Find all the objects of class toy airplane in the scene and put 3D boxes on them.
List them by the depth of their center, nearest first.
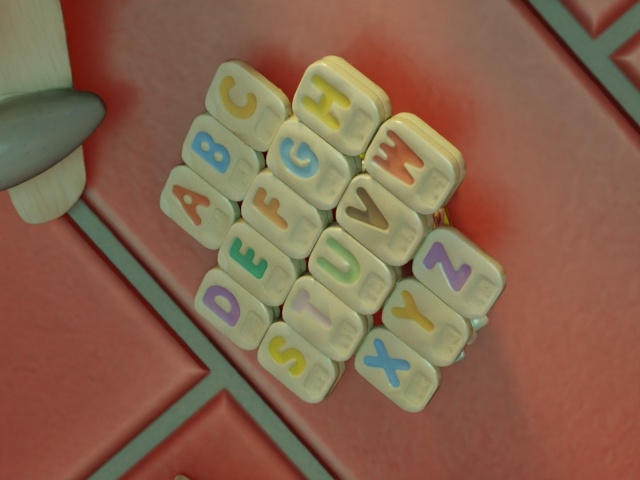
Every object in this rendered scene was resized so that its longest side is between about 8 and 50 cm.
[{"bbox_3d":[-0.265,-0.210,1.231,0.386,0.272,0.384,32,121,-21],"label":"toy airplane"}]

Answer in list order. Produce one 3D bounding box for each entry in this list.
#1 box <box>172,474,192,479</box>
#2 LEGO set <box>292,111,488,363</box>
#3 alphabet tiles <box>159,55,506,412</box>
[{"bbox_3d":[-0.123,0.317,1.369,0.119,0.182,0.181,29,104,1],"label":"box"},{"bbox_3d":[0.032,-0.026,1.316,0.132,0.107,0.287,-41,93,13],"label":"LEGO set"},{"bbox_3d":[0.000,0.000,1.297,0.278,0.021,0.284,40,131,13],"label":"alphabet tiles"}]
